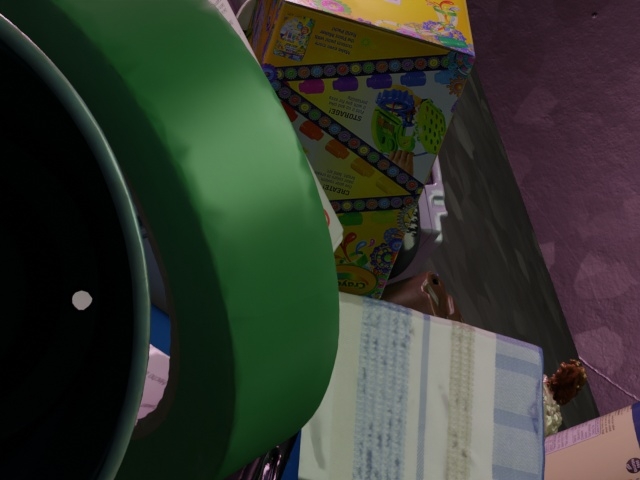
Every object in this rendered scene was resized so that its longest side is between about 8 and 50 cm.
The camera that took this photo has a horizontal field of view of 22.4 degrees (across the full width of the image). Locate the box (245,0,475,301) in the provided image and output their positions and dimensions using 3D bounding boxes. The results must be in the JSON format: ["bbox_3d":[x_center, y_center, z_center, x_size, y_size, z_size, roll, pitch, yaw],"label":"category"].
[{"bbox_3d":[0.010,-0.142,1.535,0.290,0.177,0.279,-89,-164,-57],"label":"box"}]

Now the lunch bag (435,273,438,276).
[{"bbox_3d":[0.126,0.090,2.068,0.067,0.065,0.098,81,-2,-57],"label":"lunch bag"}]

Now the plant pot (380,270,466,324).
[{"bbox_3d":[0.060,0.118,1.602,0.167,0.165,0.167,58,18,-31],"label":"plant pot"}]

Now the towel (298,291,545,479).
[{"bbox_3d":[0.079,0.161,1.461,0.285,0.034,0.209,15,63,-23],"label":"towel"}]

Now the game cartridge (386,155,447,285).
[{"bbox_3d":[0.067,-0.099,1.801,0.196,0.060,0.294,118,-33,-61],"label":"game cartridge"}]

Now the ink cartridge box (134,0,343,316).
[{"bbox_3d":[-0.111,-0.065,1.306,0.273,0.114,0.198,63,29,-17],"label":"ink cartridge box"}]

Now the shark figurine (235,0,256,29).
[{"bbox_3d":[-0.056,-0.242,1.942,0.116,0.166,0.278,-33,119,-50],"label":"shark figurine"}]

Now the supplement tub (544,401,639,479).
[{"bbox_3d":[0.267,0.322,1.700,0.235,0.324,0.235,58,16,-29],"label":"supplement tub"}]

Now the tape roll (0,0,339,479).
[{"bbox_3d":[-0.125,-0.012,0.900,0.077,0.321,0.321,-27,95,-35],"label":"tape roll"}]

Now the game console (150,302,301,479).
[{"bbox_3d":[-0.117,0.192,1.140,0.293,0.173,0.250,-62,158,-71],"label":"game console"}]

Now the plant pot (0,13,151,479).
[{"bbox_3d":[-0.196,0.024,0.698,0.255,0.271,0.272,-95,161,-88],"label":"plant pot"}]

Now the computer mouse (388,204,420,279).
[{"bbox_3d":[0.086,-0.062,1.639,0.071,0.041,0.242,119,-17,-57],"label":"computer mouse"}]

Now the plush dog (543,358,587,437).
[{"bbox_3d":[0.172,0.183,1.911,0.225,0.210,0.262,25,38,-33],"label":"plush dog"}]
